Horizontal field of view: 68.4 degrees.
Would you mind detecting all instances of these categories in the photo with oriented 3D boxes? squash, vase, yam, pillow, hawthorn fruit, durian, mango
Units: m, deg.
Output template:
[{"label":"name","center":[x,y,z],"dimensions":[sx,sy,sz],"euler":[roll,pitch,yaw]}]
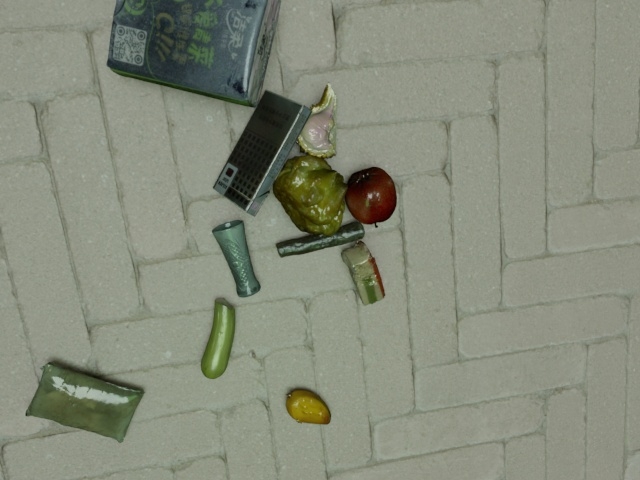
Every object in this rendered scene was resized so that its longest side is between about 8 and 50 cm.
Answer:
[{"label":"squash","center":[-0.310,0.305,1.444],"dimensions":[0.083,0.083,0.250],"euler":[12,97,-11]},{"label":"vase","center":[-0.243,0.058,1.400],"dimensions":[0.096,0.096,0.220],"euler":[-17,106,-6]},{"label":"yam","center":[0.000,0.000,1.444],"dimensions":[0.273,0.061,0.061],"euler":[-14,103,-5]},{"label":"pillow","center":[-0.710,0.489,1.416],"dimensions":[0.302,0.075,0.185],"euler":[24,97,-16]},{"label":"hawthorn fruit","center":[0.154,-0.115,1.407],"dimensions":[0.156,0.157,0.194],"euler":[-20,122,-5]},{"label":"durian","center":[0.001,-0.345,1.356],"dimensions":[0.140,0.078,0.224],"euler":[15,115,-3]},{"label":"mango","center":[-0.040,0.549,1.544],"dimensions":[0.187,0.066,0.101],"euler":[31,87,-19]}]

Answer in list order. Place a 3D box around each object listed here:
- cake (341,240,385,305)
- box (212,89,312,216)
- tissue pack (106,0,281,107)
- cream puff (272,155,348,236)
[{"label":"cake","center":[0.133,0.096,1.494],"dimensions":[0.086,0.117,0.221],"euler":[-25,137,-1]},{"label":"box","center":[-0.167,-0.247,1.312],"dimensions":[0.047,0.180,0.325],"euler":[22,99,-51]},{"label":"tissue pack","center":[-0.324,-0.526,1.197],"dimensions":[0.393,0.124,0.288],"euler":[15,99,8]},{"label":"cream puff","center":[-0.025,-0.127,1.330],"dimensions":[0.244,0.244,0.196],"euler":[29,81,-13]}]
